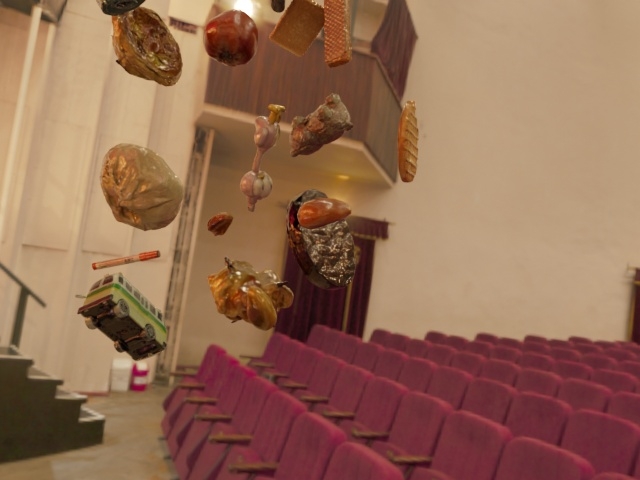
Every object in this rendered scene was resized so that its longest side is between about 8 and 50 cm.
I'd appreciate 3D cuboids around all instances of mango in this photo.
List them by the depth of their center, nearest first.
[{"bbox_3d":[0.011,-0.086,1.701,0.160,0.084,0.105,-19,2,-4],"label":"mango"},{"bbox_3d":[-0.205,0.229,1.960,0.103,0.160,0.076,-8,17,38],"label":"mango"},{"bbox_3d":[-0.374,-0.066,2.173,0.077,0.063,0.127,25,-43,-32],"label":"mango"}]

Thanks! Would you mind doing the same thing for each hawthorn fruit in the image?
[{"bbox_3d":[-0.308,-0.732,2.057,0.197,0.225,0.196,12,-22,5],"label":"hawthorn fruit"}]

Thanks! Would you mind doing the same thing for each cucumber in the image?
[{"bbox_3d":[-0.157,-0.905,2.157,0.064,0.064,0.112,7,-38,7],"label":"cucumber"}]

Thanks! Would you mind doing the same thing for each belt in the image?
[{"bbox_3d":[-0.569,-0.703,1.649,0.148,0.082,0.163,-32,13,-14],"label":"belt"}]

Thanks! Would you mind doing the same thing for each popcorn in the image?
[{"bbox_3d":[-0.289,0.213,2.265,0.316,0.280,0.297,38,30,25],"label":"popcorn"}]

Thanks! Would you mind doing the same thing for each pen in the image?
[{"bbox_3d":[-0.609,0.062,1.822,0.239,0.028,0.028,-10,-9,16],"label":"pen"}]

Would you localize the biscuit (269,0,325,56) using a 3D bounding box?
[{"bbox_3d":[-0.080,-0.835,2.264,0.160,0.030,0.250,24,-37,-19],"label":"biscuit"}]

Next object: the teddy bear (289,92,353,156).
[{"bbox_3d":[-0.009,-0.420,2.159,0.267,0.236,0.151,-17,-60,43],"label":"teddy bear"}]

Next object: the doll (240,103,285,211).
[{"bbox_3d":[-0.197,-0.272,1.940,0.094,0.365,0.160,14,15,6],"label":"doll"}]

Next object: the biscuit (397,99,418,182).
[{"bbox_3d":[0.326,-0.346,2.156,0.040,0.308,0.204,6,31,21],"label":"biscuit"}]

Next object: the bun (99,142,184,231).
[{"bbox_3d":[-0.703,-0.186,2.214,0.365,0.365,0.219,4,37,40],"label":"bun"}]

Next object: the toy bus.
[{"bbox_3d":[-0.600,0.236,1.813,0.134,0.164,0.276,-22,-50,14],"label":"toy bus"}]

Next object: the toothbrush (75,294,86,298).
[{"bbox_3d":[-0.857,0.234,2.311,0.220,0.016,0.019,9,-6,-19],"label":"toothbrush"}]

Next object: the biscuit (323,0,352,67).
[{"bbox_3d":[0.062,-0.799,2.110,0.094,0.378,0.054,-10,-21,26],"label":"biscuit"}]

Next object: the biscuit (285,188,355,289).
[{"bbox_3d":[0.000,0.000,2.245,0.091,0.407,0.407,-20,-18,27],"label":"biscuit"}]

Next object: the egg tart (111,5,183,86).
[{"bbox_3d":[-0.574,-0.626,1.897,0.115,0.290,0.290,-20,-18,27],"label":"egg tart"}]
